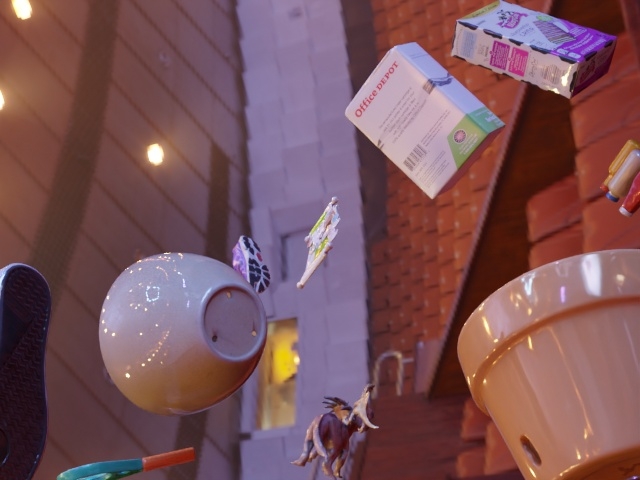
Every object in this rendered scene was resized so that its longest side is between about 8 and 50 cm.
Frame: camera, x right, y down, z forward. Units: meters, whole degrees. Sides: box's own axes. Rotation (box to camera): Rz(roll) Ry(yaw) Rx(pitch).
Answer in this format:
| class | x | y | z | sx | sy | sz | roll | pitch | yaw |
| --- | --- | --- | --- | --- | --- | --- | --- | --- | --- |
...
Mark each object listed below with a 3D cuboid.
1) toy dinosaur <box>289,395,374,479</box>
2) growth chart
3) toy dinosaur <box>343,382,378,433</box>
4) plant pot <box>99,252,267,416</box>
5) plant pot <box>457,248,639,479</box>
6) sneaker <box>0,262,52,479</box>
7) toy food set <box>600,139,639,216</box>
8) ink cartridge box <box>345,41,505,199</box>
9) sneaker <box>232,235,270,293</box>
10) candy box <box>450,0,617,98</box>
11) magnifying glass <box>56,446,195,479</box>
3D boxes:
| class | x | y | z | sx | sy | sz | roll | pitch | yaw |
| --- | --- | --- | --- | --- | --- | --- | --- | --- | --- |
| toy dinosaur | 0.025 | 0.469 | 2.324 | 0.295 | 0.127 | 0.200 | 38 | -108 | -72 |
| growth chart | 0.000 | 0.000 | 2.093 | 0.021 | 0.172 | 0.237 | 27 | -150 | -10 |
| toy dinosaur | 0.095 | 0.396 | 2.183 | 0.183 | 0.053 | 0.093 | -85 | 18 | -64 |
| plant pot | -0.197 | 0.149 | 1.581 | 0.284 | 0.191 | 0.284 | 10 | -106 | -39 |
| plant pot | 0.312 | 0.177 | 1.038 | 0.291 | 0.290 | 0.203 | 57 | -161 | -49 |
| sneaker | -0.361 | 0.172 | 1.004 | 0.106 | 0.123 | 0.290 | 39 | -140 | -41 |
| toy food set | 0.590 | -0.074 | 1.663 | 0.111 | 0.104 | 0.232 | -2 | -140 | -48 |
| ink cartridge box | 0.218 | -0.256 | 2.001 | 0.273 | 0.198 | 0.115 | 46 | -147 | 11 |
| sneaker | -0.167 | 0.068 | 2.208 | 0.068 | 0.071 | 0.170 | 25 | -149 | -34 |
| candy box | 0.365 | -0.333 | 1.621 | 0.159 | 0.233 | 0.071 | -34 | -40 | -43 |
| magnifying glass | -0.326 | 0.383 | 1.593 | 0.092 | 0.231 | 0.026 | 122 | 137 | -57 |
